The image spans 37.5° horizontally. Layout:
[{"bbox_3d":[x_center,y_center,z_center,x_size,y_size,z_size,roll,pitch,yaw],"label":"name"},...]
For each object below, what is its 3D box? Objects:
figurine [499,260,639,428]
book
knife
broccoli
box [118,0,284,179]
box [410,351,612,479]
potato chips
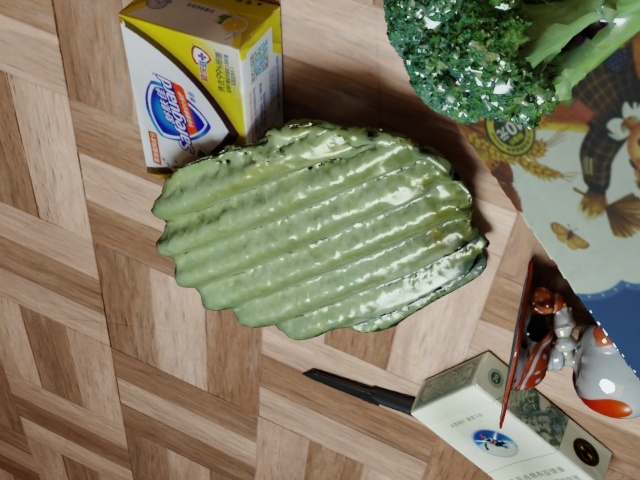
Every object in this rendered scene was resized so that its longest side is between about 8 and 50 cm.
[{"bbox_3d":[0.352,0.153,1.176,0.226,0.160,0.183,11,139,12],"label":"figurine"},{"bbox_3d":[0.348,-0.030,0.943,0.428,0.039,0.300,54,141,1],"label":"book"},{"bbox_3d":[0.069,0.256,1.580,0.231,0.028,0.060,15,152,24],"label":"knife"},{"bbox_3d":[0.178,-0.219,0.790,0.270,0.270,0.269,-1,132,23],"label":"broccoli"},{"bbox_3d":[-0.139,-0.179,1.173,0.168,0.097,0.265,20,141,15],"label":"box"},{"bbox_3d":[0.285,0.290,1.422,0.256,0.069,0.164,39,142,-10],"label":"box"},{"bbox_3d":[0.000,0.000,1.201,0.429,0.070,0.358,-21,128,28],"label":"potato chips"}]
